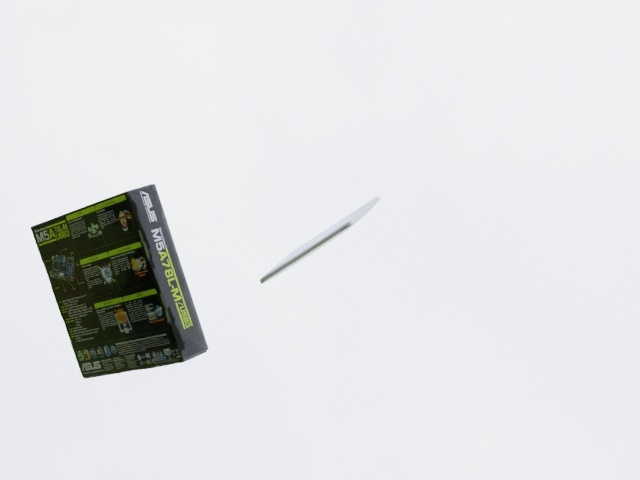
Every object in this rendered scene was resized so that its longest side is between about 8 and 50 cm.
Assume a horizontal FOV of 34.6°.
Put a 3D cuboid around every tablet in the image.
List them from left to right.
[{"bbox_3d":[0.000,0.000,0.670,0.083,0.054,0.006,-32,-85,33],"label":"tablet"}]

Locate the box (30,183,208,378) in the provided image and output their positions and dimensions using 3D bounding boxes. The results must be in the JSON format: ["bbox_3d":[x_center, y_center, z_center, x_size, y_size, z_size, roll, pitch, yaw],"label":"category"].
[{"bbox_3d":[-0.218,0.049,1.097,0.190,0.045,0.184,-16,-88,43],"label":"box"}]
